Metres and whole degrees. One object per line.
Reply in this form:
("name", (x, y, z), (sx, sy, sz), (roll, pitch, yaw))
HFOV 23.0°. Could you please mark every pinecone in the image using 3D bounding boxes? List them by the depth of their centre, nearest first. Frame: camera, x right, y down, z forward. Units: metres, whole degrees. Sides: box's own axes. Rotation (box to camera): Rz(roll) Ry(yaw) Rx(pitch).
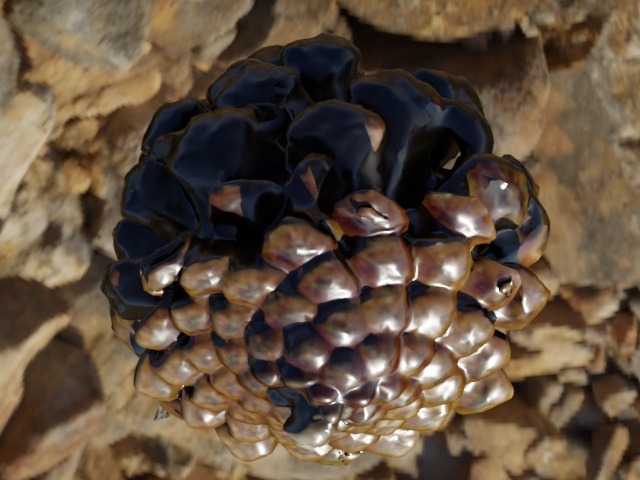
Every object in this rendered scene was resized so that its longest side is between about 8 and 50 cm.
("pinecone", (0.000, 0.000, 0.571), (0.173, 0.173, 0.174), (2, 114, 4))

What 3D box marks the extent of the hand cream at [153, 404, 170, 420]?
("hand cream", (-0.152, 0.148, 1.655), (0.039, 0.163, 0.062), (31, 95, -7))
